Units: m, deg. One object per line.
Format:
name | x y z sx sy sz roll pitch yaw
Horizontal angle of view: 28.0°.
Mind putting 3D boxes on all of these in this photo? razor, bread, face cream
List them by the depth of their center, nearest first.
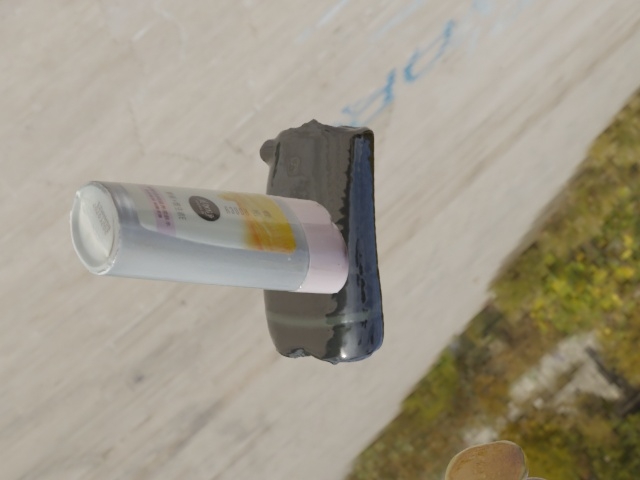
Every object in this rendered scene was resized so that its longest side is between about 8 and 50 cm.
face cream | -0.095 -0.003 1.177 0.269 0.107 0.073 6 138 -43
bread | 0.201 0.283 1.558 0.110 0.024 0.110 -18 -147 12
razor | -0.001 0.001 1.850 0.113 0.349 0.204 -3 180 -44

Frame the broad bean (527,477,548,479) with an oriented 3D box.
broad bean | 0.322 0.414 1.925 0.114 0.165 0.084 -55 138 -16
